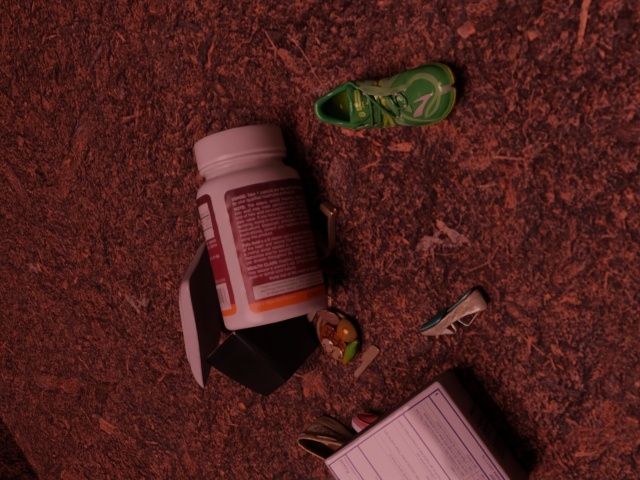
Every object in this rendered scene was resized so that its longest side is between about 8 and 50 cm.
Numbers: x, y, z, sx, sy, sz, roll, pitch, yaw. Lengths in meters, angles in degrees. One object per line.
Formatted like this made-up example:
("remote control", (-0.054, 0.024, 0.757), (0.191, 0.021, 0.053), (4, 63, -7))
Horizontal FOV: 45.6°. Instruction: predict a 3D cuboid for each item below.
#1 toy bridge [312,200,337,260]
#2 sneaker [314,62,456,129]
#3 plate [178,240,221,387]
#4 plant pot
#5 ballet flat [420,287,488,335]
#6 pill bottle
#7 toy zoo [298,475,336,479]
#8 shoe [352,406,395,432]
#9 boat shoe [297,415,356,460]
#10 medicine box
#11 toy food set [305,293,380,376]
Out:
("toy bridge", (0.000, 0.000, 1.639), (0.063, 0.026, 0.188), (43, 132, 20))
("sneaker", (0.111, -0.241, 1.354), (0.295, 0.123, 0.110), (-4, 105, 43))
("plate", (-0.293, 0.169, 1.839), (0.045, 0.277, 0.278), (-2, 111, 3))
("plant pot", (-0.122, 0.247, 1.759), (0.167, 0.188, 0.187), (45, 139, 2))
("ballet flat", (0.254, 0.151, 1.449), (0.052, 0.057, 0.168), (47, 135, 4))
("pill bottle", (-0.131, -0.027, 1.585), (0.224, 0.224, 0.392), (-15, 87, 46))
("toy zoo", (0.018, 0.608, 1.630), (0.293, 0.192, 0.030), (35, 146, 57))
("shoe", (0.148, 0.393, 1.656), (0.177, 0.063, 0.081), (14, 117, 33))
("boat shoe", (0.075, 0.505, 1.751), (0.285, 0.089, 0.105), (18, 120, 37))
("medicine box", (0.206, 0.445, 1.474), (0.289, 0.149, 0.264), (-39, 79, 15))
("toy food set", (0.035, 0.214, 1.694), (0.192, 0.038, 0.132), (46, 133, 18))
